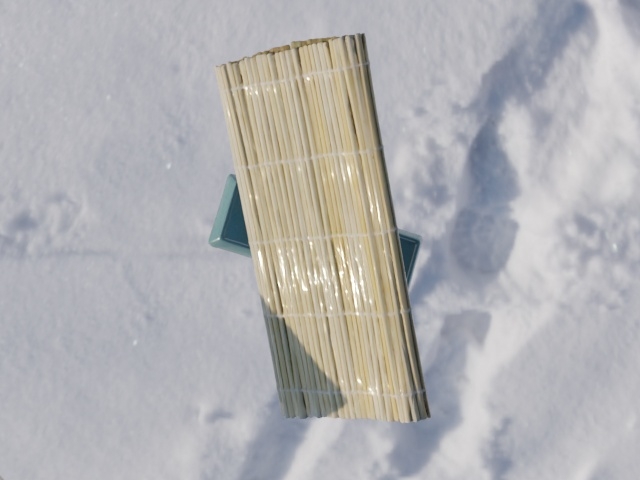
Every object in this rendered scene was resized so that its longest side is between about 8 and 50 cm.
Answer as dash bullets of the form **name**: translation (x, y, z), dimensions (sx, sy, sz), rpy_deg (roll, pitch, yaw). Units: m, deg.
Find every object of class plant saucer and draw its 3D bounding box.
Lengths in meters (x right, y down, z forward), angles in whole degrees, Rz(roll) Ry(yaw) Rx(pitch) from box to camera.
- **plant saucer**: translation (0.000, 0.000, 0.986), dimensions (0.192, 0.018, 0.067), rpy_deg (18, 84, -15)

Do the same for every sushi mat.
- **sushi mat**: translation (-0.002, -0.005, 0.907), dimensions (0.151, 0.019, 0.317), rpy_deg (-7, 96, 38)

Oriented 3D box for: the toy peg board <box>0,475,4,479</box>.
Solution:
- **toy peg board**: translation (-0.326, 0.211, 0.942), dimensions (0.160, 0.079, 0.161), rpy_deg (42, 163, 17)
